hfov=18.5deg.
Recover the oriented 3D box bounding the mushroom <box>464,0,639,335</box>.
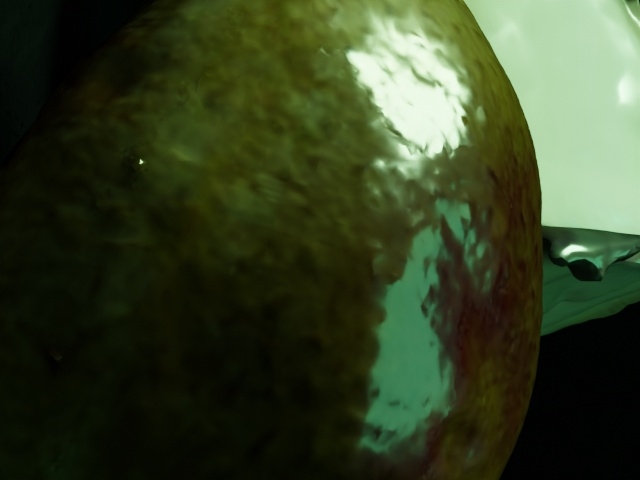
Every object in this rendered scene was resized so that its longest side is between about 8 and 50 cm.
[{"bbox_3d":[0.017,-0.055,1.072,0.397,0.224,0.314,-34,-114,46],"label":"mushroom"}]

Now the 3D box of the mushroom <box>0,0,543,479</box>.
[{"bbox_3d":[-0.020,0.020,0.690,0.283,0.195,0.263,-74,167,-53],"label":"mushroom"}]
